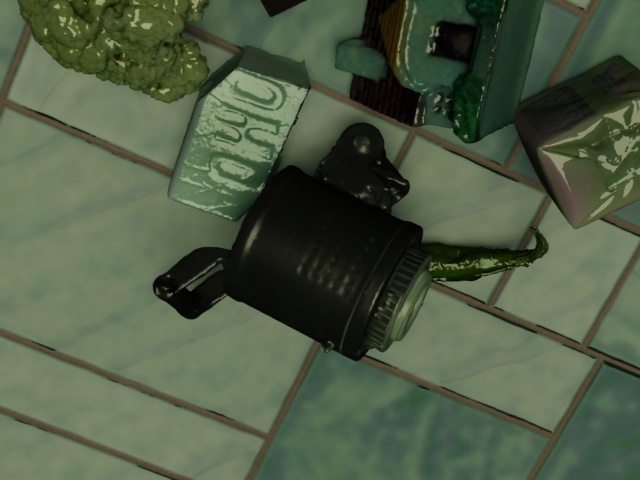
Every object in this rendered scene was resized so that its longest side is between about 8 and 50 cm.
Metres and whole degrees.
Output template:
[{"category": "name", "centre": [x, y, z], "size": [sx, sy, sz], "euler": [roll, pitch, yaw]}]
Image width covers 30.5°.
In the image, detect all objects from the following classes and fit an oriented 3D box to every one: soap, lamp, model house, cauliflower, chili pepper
[{"category": "soap", "centre": [0.376, -0.136, 1.585], "size": [0.182, 0.199, 0.138], "euler": [-24, 112, 7]}, {"category": "soap", "centre": [-0.110, -0.151, 1.624], "size": [0.145, 0.091, 0.230], "euler": [18, 109, -8]}, {"category": "lamp", "centre": [0.007, 0.043, 1.582], "size": [0.374, 0.205, 0.272], "euler": [-43, 75, -5]}, {"category": "model house", "centre": [0.143, -0.293, 1.534], "size": [0.249, 0.230, 0.280], "euler": [17, 108, 18]}, {"category": "cauliflower", "centre": [-0.243, -0.325, 1.470], "size": [0.281, 0.260, 0.327], "euler": [-39, 127, 16]}, {"category": "chili pepper", "centre": [0.150, 0.031, 1.704], "size": [0.359, 0.076, 0.085], "euler": [-9, 112, 9]}]

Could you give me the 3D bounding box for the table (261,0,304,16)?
[{"category": "table", "centre": [-0.021, -0.414, 1.459], "size": [0.169, 0.172, 0.193], "euler": [-17, 114, 35]}]
